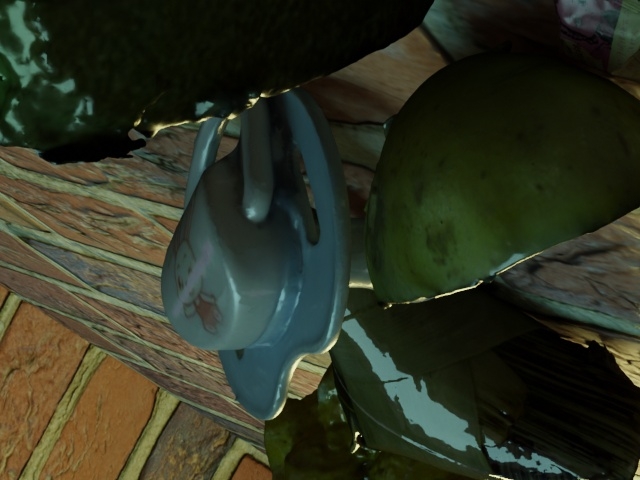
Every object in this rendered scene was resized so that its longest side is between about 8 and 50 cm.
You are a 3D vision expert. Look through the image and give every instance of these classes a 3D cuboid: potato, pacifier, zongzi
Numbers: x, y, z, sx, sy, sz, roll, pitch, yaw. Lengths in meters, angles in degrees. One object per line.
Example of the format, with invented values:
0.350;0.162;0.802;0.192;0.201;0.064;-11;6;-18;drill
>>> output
0.090;-0.044;0.806;0.271;0.160;0.111;171;76;-82;potato
0.000;0.000;1.100;0.225;0.238;0.287;1;148;-23;pacifier
0.122;0.089;1.233;0.289;0.154;0.317;11;151;27;zongzi

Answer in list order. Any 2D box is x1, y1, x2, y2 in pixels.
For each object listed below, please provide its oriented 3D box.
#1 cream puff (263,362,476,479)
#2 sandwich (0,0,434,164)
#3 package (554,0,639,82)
0.112;0.266;1.627;0.323;0.270;0.274;31;161;-22;cream puff
-0.103;-0.165;0.698;0.301;0.250;0.162;26;126;48;sandwich
0.139;-0.099;0.709;0.059;0.029;0.083;28;165;24;package
